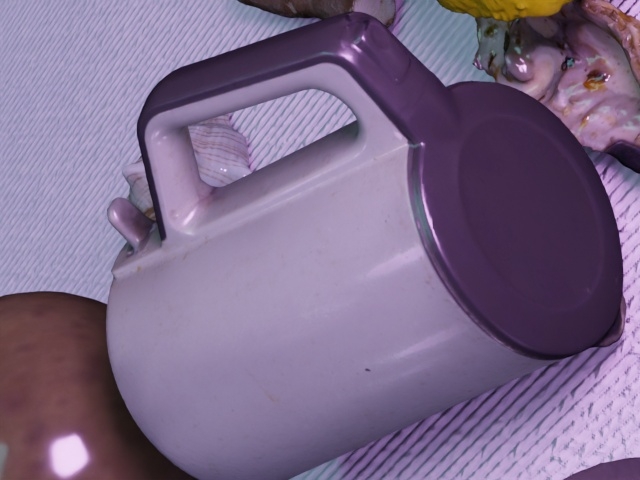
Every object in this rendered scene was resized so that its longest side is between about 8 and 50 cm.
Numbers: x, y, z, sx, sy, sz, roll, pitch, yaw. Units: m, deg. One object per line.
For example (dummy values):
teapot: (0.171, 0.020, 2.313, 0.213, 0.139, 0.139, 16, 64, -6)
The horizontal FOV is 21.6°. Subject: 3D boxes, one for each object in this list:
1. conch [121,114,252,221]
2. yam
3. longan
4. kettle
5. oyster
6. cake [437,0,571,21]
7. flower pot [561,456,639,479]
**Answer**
conch: (-0.139, -0.064, 1.739, 0.137, 0.114, 0.234, 14, 83, 41)
yam: (-0.010, -0.247, 1.674, 0.253, 0.061, 0.061, 24, 97, 55)
longan: (-0.262, 0.229, 1.631, 0.361, 0.361, 0.361, -24, 59, 47)
kettle: (0.000, 0.000, 1.337, 0.377, 0.361, 0.250, -26, 21, 43)
oyster: (0.220, -0.121, 1.316, 0.345, 0.079, 0.128, 43, 130, 50)
cake: (0.169, -0.304, 1.318, 0.179, 0.156, 0.260, 17, 57, 43)
flower pot: (0.198, 0.290, 1.067, 0.166, 0.269, 0.269, 123, 146, -56)
